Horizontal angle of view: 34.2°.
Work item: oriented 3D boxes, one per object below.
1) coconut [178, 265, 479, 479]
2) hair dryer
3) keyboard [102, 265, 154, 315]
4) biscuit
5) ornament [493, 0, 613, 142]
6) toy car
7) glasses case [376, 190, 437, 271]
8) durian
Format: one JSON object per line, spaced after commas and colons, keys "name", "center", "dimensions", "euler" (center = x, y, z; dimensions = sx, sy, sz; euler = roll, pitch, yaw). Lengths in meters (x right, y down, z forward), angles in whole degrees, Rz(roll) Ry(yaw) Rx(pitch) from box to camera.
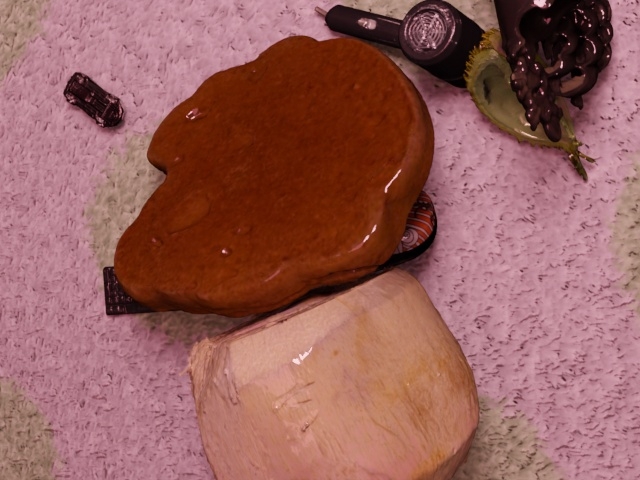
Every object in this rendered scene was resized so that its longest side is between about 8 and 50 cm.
{"name": "coconut", "center": [0.017, 0.181, 1.071], "dimensions": [0.297, 0.297, 0.255], "euler": [-21, 94, 16]}
{"name": "hair dryer", "center": [0.079, -0.233, 1.147], "dimensions": [0.219, 0.124, 0.072], "euler": [23, 95, 31]}
{"name": "keyboard", "center": [-0.172, 0.056, 1.267], "dimensions": [0.204, 0.013, 0.061], "euler": [-4, 89, 16]}
{"name": "biscuit", "center": [-0.061, -0.064, 1.121], "dimensions": [0.381, 0.074, 0.359], "euler": [-36, 45, 13]}
{"name": "ornament", "center": [0.233, -0.228, 1.027], "dimensions": [0.106, 0.251, 0.261], "euler": [-15, 86, 32]}
{"name": "toy car", "center": [-0.278, -0.172, 1.287], "dimensions": [0.093, 0.025, 0.041], "euler": [37, 102, 16]}
{"name": "glasses case", "center": [0.000, 0.000, 1.169], "dimensions": [0.266, 0.103, 0.067], "euler": [-13, 128, 16]}
{"name": "durian", "center": [0.217, -0.147, 1.098], "dimensions": [0.086, 0.100, 0.215], "euler": [-42, 125, 12]}
